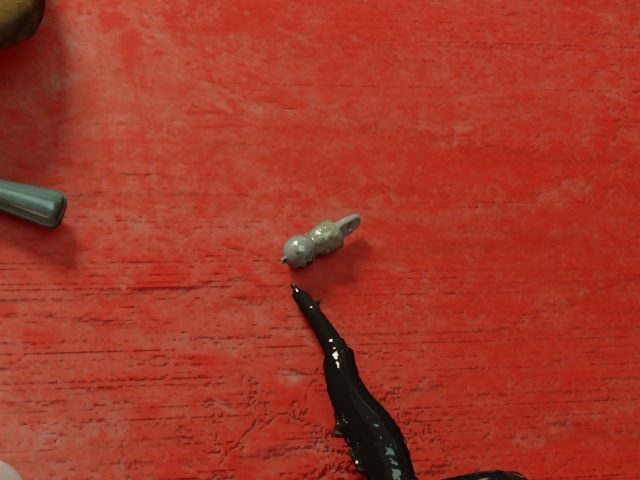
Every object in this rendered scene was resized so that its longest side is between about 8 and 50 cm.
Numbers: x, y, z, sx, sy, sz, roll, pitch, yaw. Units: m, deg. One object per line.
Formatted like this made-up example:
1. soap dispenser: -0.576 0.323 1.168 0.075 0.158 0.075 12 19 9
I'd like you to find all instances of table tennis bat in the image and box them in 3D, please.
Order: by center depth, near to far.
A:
1. table tennis bat: -0.360 -0.060 1.448 0.237 0.038 0.149 15 61 -4

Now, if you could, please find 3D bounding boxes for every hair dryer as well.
1. hair dryer: 0.015 0.202 1.421 0.304 0.120 0.359 -22 63 -9

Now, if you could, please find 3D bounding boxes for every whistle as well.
1. whistle: 0.000 0.000 1.522 0.100 0.035 0.035 -29 77 -27

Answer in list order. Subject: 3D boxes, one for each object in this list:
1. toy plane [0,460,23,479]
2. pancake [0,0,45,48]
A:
1. toy plane: -0.351 0.262 1.255 0.245 0.117 0.244 6 64 -12
2. pancake: -0.391 -0.289 1.474 0.294 0.049 0.294 20 40 -18
